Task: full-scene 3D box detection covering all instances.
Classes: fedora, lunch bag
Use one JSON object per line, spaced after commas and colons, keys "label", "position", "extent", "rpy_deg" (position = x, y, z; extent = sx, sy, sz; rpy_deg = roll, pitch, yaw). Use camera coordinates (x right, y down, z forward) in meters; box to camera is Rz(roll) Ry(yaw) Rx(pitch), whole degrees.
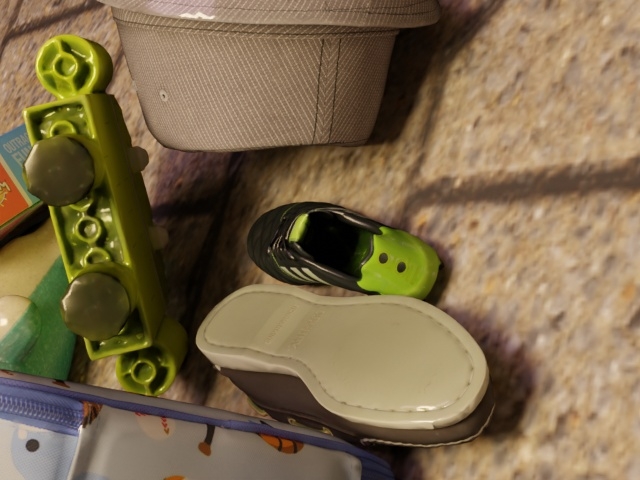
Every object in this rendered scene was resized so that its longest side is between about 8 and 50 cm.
{"label": "fedora", "position": [-0.049, -0.126, 0.762], "extent": [0.275, 0.243, 0.124], "rpy_deg": [25, 117, 50]}
{"label": "lunch bag", "position": [-0.130, 0.129, 0.593], "extent": [0.243, 0.303, 0.115], "rpy_deg": [0, 72, 49]}

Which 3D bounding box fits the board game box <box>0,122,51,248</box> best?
{"label": "board game box", "position": [-0.343, 0.021, 0.992], "extent": [0.316, 0.064, 0.242], "rpy_deg": [-39, 6, 26]}

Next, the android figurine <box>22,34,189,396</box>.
{"label": "android figurine", "position": [-0.147, -0.018, 0.786], "extent": [0.273, 0.056, 0.248], "rpy_deg": [-106, 2, -84]}

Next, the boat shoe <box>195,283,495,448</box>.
{"label": "boat shoe", "position": [0.018, 0.078, 0.648], "extent": [0.228, 0.069, 0.081], "rpy_deg": [11, 51, 51]}

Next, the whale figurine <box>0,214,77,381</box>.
{"label": "whale figurine", "position": [-0.251, 0.091, 0.918], "extent": [0.272, 0.141, 0.216], "rpy_deg": [-54, 14, -28]}

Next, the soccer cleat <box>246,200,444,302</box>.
{"label": "soccer cleat", "position": [0.000, 0.000, 0.708], "extent": [0.179, 0.072, 0.060], "rpy_deg": [13, 79, 51]}
